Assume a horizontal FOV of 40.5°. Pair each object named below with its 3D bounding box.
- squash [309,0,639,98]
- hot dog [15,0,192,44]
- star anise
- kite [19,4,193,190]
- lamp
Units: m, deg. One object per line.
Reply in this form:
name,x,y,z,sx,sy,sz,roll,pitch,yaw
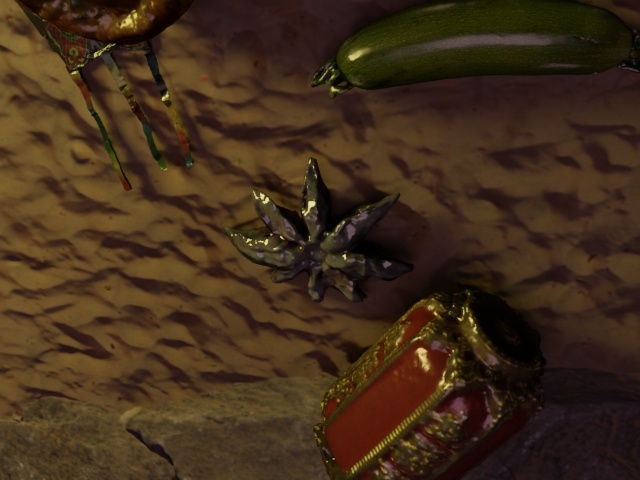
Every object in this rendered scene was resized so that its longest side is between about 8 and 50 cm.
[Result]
squash,0.142,-0.178,0.778,0.318,0.071,0.080,-2,161,12
hot dog,-0.212,-0.290,0.738,0.196,0.122,0.272,-22,128,35
star anise,0.000,0.000,0.923,0.204,0.061,0.181,27,123,-2
kite,-0.220,-0.187,0.896,0.152,0.015,0.286,-10,115,22
lamp,0.114,0.175,0.932,0.177,0.177,0.274,37,120,-9
